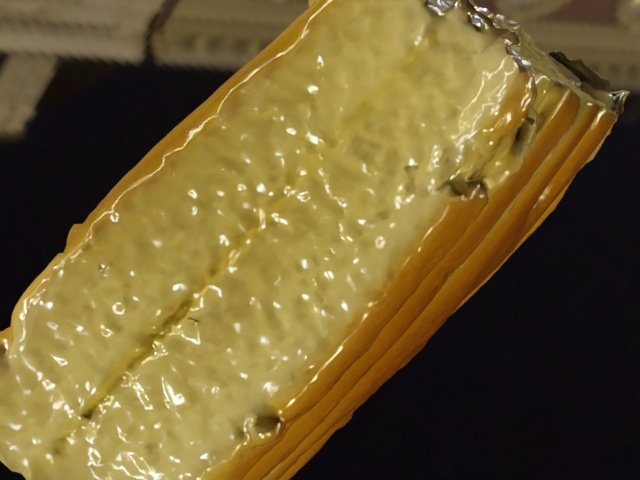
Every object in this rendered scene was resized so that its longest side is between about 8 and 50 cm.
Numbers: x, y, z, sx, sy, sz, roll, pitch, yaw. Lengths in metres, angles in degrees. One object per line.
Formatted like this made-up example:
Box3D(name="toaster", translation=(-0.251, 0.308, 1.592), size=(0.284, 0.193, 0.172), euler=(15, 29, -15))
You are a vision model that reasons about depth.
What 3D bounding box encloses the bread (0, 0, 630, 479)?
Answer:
Box3D(name="bread", translation=(0.000, 0.000, 0.774), size=(0.111, 0.246, 0.239), euler=(44, -171, 7))
